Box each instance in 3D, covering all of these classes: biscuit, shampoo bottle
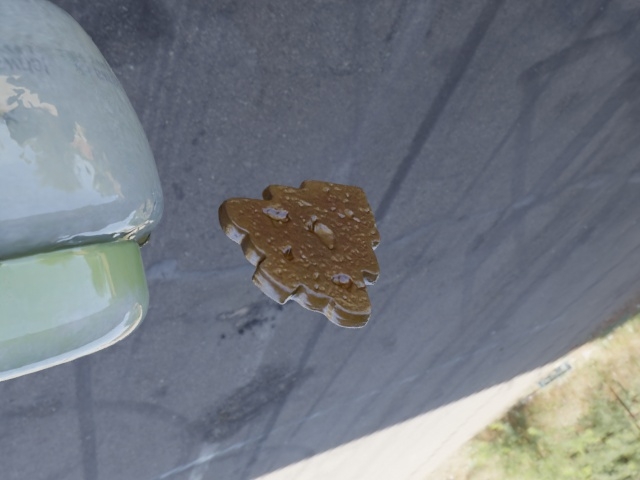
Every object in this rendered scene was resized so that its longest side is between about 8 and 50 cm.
[{"bbox_3d":[-0.001,0.001,1.071,0.301,0.278,0.043,-41,170,-47],"label":"biscuit"},{"bbox_3d":[-0.300,-0.042,0.569,0.323,0.317,0.322,-12,-177,1],"label":"shampoo bottle"}]

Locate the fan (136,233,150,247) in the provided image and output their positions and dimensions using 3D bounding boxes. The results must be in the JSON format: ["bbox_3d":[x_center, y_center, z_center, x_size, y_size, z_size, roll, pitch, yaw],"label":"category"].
[{"bbox_3d":[-0.351,-0.114,1.241,0.011,0.229,0.335,-6,156,5],"label":"fan"}]
